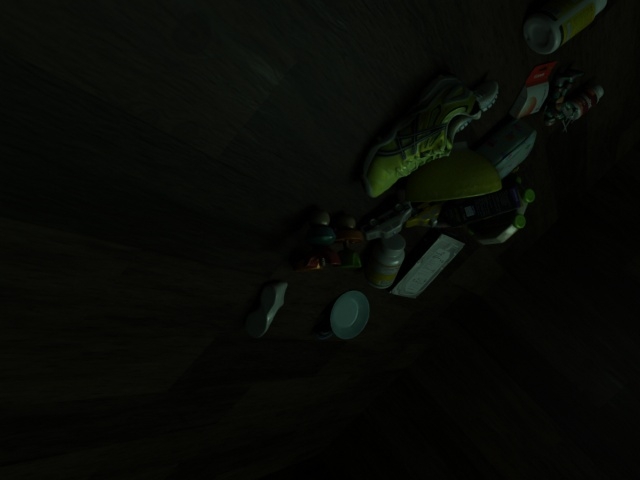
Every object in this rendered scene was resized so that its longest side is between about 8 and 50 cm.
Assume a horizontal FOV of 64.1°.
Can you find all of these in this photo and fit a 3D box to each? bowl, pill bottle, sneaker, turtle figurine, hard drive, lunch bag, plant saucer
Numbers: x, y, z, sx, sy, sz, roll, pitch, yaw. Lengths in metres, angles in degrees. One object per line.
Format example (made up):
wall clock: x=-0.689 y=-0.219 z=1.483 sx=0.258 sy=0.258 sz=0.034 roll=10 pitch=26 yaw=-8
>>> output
bowl: x=0.392 y=-0.215 z=1.549 sx=0.289 sy=0.289 sz=0.156 roll=-17 pitch=102 yaw=-40
pill bottle: x=0.234 y=0.069 z=1.835 sx=0.118 sy=0.117 sz=0.208 roll=-26 pitch=149 yaw=-30
sneaker: x=0.063 y=0.325 z=2.040 sx=0.188 sy=0.067 sz=0.078 roll=-32 pitch=155 yaw=-15
pill bottle: x=1.041 y=-0.554 z=2.028 sx=0.152 sy=0.086 sz=0.086 roll=-38 pitch=153 yaw=-10
sneaker: x=0.256 y=-0.257 z=1.354 sx=0.384 sy=0.147 sz=0.145 roll=-50 pitch=154 yaw=18
sneaker: x=0.433 y=-0.398 z=1.472 sx=0.190 sy=0.071 sz=0.083 roll=-45 pitch=147 yaw=6
turtle figurine: x=0.867 y=-0.493 z=1.855 sx=0.175 sy=0.118 sz=0.234 roll=-39 pitch=141 yaw=-40
hard drive: x=0.446 y=0.103 z=2.192 sx=0.237 sy=0.064 sz=0.339 roll=18 pitch=116 yaw=-50
lunch bag: x=0.635 y=-0.293 z=1.845 sx=0.279 sy=0.108 sz=0.224 roll=-41 pitch=159 yaw=2
plant saucer: x=0.107 y=0.288 z=2.008 sx=0.195 sy=0.037 sz=0.194 roll=-7 pitch=102 yaw=-35
sneaker: x=-0.158 y=0.214 z=1.584 sx=0.094 sy=0.080 sz=0.212 roll=-22 pitch=148 yaw=-56
pill bottle: x=0.674 y=-0.619 z=1.408 sx=0.208 sy=0.119 sz=0.119 roll=-37 pitch=153 yaw=-9

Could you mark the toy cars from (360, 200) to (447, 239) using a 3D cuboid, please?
toy cars: x=0.301 y=-0.068 z=1.719 sx=0.394 sy=0.087 sz=0.176 roll=-16 pitch=158 yaw=-40

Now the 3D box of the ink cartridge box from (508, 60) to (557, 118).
ink cartridge box: x=0.733 y=-0.509 z=1.734 sx=0.145 sy=0.045 sz=0.179 roll=-23 pitch=150 yaw=-34

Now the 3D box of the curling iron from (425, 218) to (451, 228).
curling iron: x=0.464 y=-0.062 z=2.015 sx=0.274 sy=0.068 sz=0.035 roll=-5 pitch=98 yaw=-43

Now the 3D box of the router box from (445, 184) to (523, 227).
router box: x=0.580 y=-0.116 z=1.845 sx=0.243 sy=0.081 sz=0.309 roll=-18 pitch=177 yaw=14

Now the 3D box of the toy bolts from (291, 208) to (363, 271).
toy bolts: x=0.000 y=0.000 z=1.463 sx=0.218 sy=0.158 sz=0.228 roll=-6 pitch=172 yaw=18

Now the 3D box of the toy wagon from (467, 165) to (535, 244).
toy wagon: x=0.747 y=-0.145 z=2.081 sx=0.344 sy=0.068 sz=0.267 roll=-63 pitch=-159 yaw=-16
